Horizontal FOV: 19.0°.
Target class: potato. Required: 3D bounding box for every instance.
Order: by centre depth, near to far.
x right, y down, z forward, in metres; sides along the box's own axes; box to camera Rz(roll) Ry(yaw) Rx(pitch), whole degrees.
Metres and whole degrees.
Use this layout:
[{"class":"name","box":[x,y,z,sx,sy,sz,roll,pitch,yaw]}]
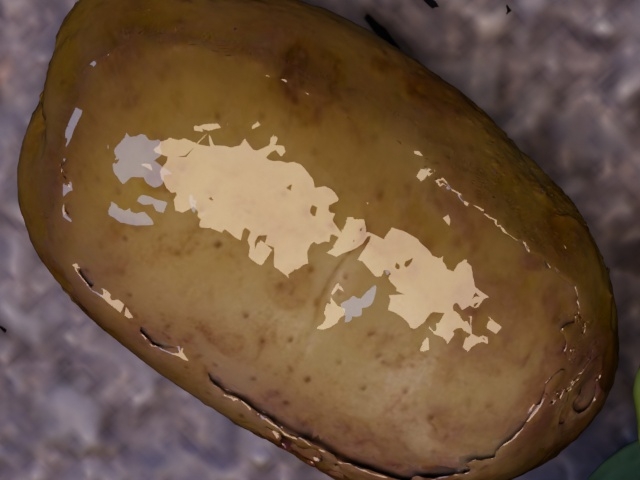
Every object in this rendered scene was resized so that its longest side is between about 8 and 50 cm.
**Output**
[{"class":"potato","box":[0.000,0.000,0.497,0.170,0.080,0.107,29,99,-5]}]

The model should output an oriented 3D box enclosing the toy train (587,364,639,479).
[{"class":"toy train","box":[0.137,0.144,0.328,0.179,0.442,0.272,30,118,-17]}]
